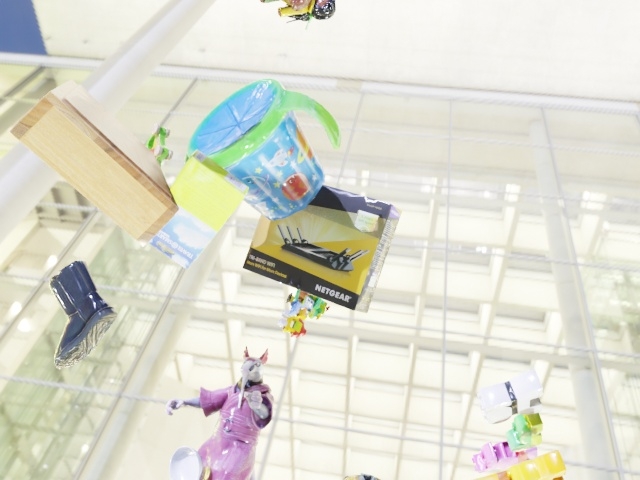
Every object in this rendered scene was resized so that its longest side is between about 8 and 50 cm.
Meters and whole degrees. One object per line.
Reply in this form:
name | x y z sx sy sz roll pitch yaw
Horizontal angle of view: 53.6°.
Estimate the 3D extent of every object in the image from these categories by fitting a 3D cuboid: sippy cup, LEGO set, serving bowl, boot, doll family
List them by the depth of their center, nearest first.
LEGO set | 0.178 0.220 0.620 0.093 0.087 0.227 -17 -38 5
doll family | -0.004 -0.279 0.652 0.111 0.193 0.076 38 -25 8
serving bowl | -0.257 0.444 1.235 0.083 0.083 0.027 -25 -25 29
sippy cup | -0.113 -0.170 1.296 0.305 0.240 0.224 20 -25 52
boot | -0.682 0.200 1.739 0.246 0.094 0.207 -47 -113 16

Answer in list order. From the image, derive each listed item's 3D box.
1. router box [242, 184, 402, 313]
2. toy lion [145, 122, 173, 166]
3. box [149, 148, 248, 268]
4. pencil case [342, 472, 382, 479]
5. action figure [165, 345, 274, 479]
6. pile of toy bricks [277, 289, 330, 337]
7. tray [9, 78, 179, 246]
router box | 0.000 0.000 1.432 0.308 0.243 0.081 18 -3 28
toy lion | -0.343 -0.175 1.301 0.034 0.100 0.096 19 -46 -40
box | -0.213 -0.049 1.055 0.109 0.042 0.178 36 -66 -11
pencil case | 0.081 0.624 1.306 0.113 0.273 0.124 21 -51 -5
action figure | -0.162 0.406 1.319 0.248 0.370 0.275 4 -23 41
pile of toy bricks | -0.021 0.166 1.715 0.105 0.212 0.118 38 -46 -16
tray | -0.325 -0.137 0.943 0.076 0.411 0.203 -45 -66 0
